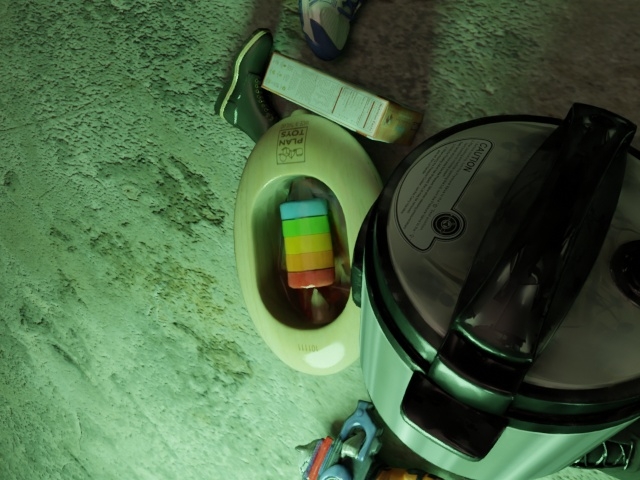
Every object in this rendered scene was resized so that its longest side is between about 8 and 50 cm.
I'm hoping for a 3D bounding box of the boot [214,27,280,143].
[{"bbox_3d":[-0.108,-0.286,1.134,0.137,0.076,0.198,43,126,16],"label":"boot"}]

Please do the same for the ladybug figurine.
[{"bbox_3d":[0.000,0.000,1.033,0.304,0.161,0.450,-1,94,29],"label":"ladybug figurine"}]

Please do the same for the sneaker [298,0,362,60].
[{"bbox_3d":[0.048,-0.455,0.999,0.130,0.111,0.297,12,100,29],"label":"sneaker"}]

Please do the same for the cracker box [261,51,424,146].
[{"bbox_3d":[0.039,-0.236,0.996,0.232,0.155,0.067,31,108,24],"label":"cracker box"}]

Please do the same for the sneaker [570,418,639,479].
[{"bbox_3d":[0.379,0.290,0.855,0.286,0.130,0.109,10,97,28],"label":"sneaker"}]

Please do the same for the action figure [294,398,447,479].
[{"bbox_3d":[0.078,0.474,1.024,0.330,0.178,0.341,29,83,30],"label":"action figure"}]

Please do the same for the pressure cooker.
[{"bbox_3d":[0.230,0.059,0.697,0.375,0.421,0.370,-10,59,-4],"label":"pressure cooker"}]
